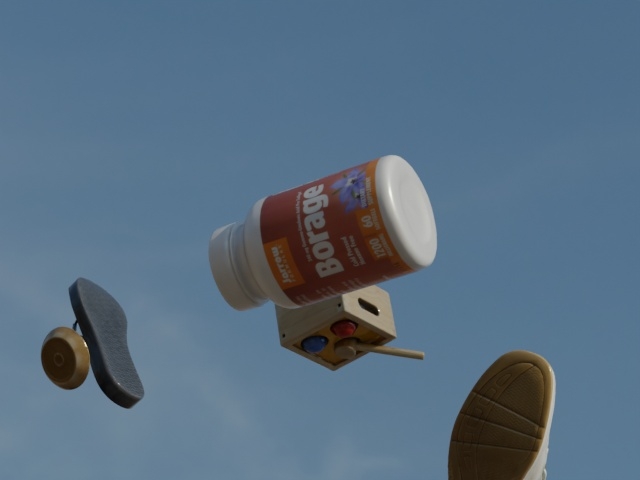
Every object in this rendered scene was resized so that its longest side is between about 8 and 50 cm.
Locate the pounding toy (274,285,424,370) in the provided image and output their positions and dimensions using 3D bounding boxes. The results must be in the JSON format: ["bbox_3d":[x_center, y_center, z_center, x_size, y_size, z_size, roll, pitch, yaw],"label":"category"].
[{"bbox_3d":[0.039,0.116,2.202,0.130,0.100,0.141,-30,-39,28],"label":"pounding toy"}]

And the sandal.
[{"bbox_3d":[-0.311,0.140,2.343,0.054,0.254,0.097,-42,-53,15],"label":"sandal"}]

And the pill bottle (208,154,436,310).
[{"bbox_3d":[0.000,0.000,1.726,0.216,0.121,0.121,-19,-45,22],"label":"pill bottle"}]

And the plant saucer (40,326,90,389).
[{"bbox_3d":[-0.335,0.154,2.189,0.083,0.083,0.015,-11,-1,33],"label":"plant saucer"}]

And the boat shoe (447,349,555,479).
[{"bbox_3d":[0.190,0.249,1.784,0.098,0.277,0.096,20,5,30],"label":"boat shoe"}]
